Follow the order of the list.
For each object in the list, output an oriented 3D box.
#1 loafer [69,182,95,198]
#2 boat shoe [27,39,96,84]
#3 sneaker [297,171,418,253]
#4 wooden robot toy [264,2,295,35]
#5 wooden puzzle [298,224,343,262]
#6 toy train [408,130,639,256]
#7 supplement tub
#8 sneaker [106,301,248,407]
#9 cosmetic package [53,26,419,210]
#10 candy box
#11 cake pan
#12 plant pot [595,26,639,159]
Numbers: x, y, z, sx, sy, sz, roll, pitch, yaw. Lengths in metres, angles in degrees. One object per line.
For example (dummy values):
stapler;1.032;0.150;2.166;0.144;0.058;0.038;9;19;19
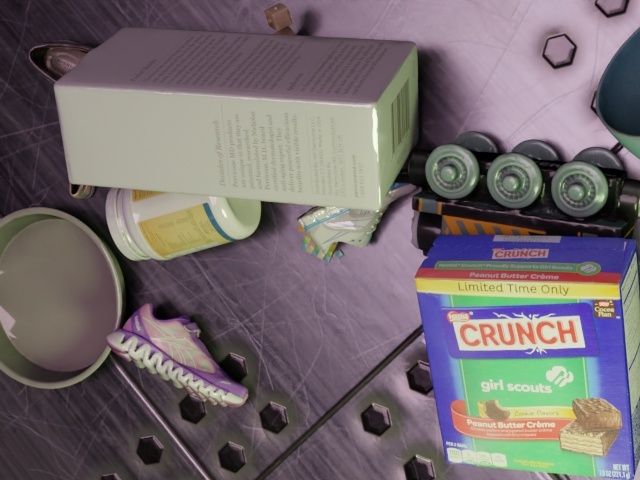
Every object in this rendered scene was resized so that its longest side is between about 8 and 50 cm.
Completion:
loafer;-0.378;-0.128;2.166;0.045;0.039;0.125;6;97;22
boat shoe;-0.326;-0.244;2.106;0.285;0.092;0.103;22;102;19
sneaker;0.066;-0.037;1.986;0.190;0.071;0.083;-24;98;24
wooden robot toy;-0.019;-0.274;2.001;0.079;0.076;0.173;-31;109;-16
wooden puzzle;0.000;0.000;2.040;0.083;0.006;0.049;28;104;18
toy train;0.275;-0.037;1.862;0.334;0.142;0.190;9;108;21
supplement tub;-0.206;-0.052;2.045;0.199;0.144;0.144;-15;89;23
sneaker;-0.208;0.172;2.101;0.236;0.095;0.104;28;73;8
cosmetic package;-0.108;-0.176;1.888;0.453;0.230;0.161;6;120;17
candy box;0.286;0.153;1.811;0.268;0.122;0.317;1;121;22
cake pan;-0.436;0.091;2.201;0.293;0.054;0.293;2;95;22
plant pot;0.519;-0.168;1.695;0.290;0.290;0.195;-32;119;21
